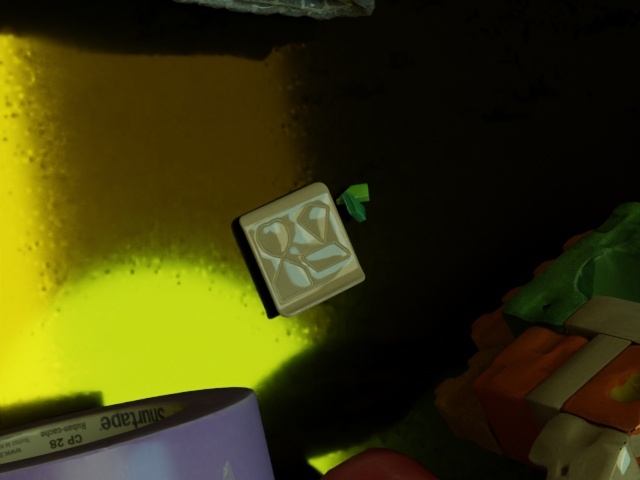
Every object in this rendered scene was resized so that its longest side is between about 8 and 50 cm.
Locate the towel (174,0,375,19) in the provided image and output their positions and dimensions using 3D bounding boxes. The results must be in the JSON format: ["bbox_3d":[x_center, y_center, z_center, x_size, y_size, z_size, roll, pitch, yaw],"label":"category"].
[{"bbox_3d":[-0.083,-0.244,0.743,0.283,0.121,0.235,5,84,-30],"label":"towel"}]

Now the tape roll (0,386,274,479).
[{"bbox_3d":[-0.112,0.124,0.640,0.189,0.189,0.080,-13,90,-30],"label":"tape roll"}]

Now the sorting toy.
[{"bbox_3d":[0.000,0.000,0.818,0.083,0.012,0.062,-26,92,-25],"label":"sorting toy"}]

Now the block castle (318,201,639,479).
[{"bbox_3d":[0.225,0.134,0.822,0.453,0.213,0.303,-37,114,-20],"label":"block castle"}]
